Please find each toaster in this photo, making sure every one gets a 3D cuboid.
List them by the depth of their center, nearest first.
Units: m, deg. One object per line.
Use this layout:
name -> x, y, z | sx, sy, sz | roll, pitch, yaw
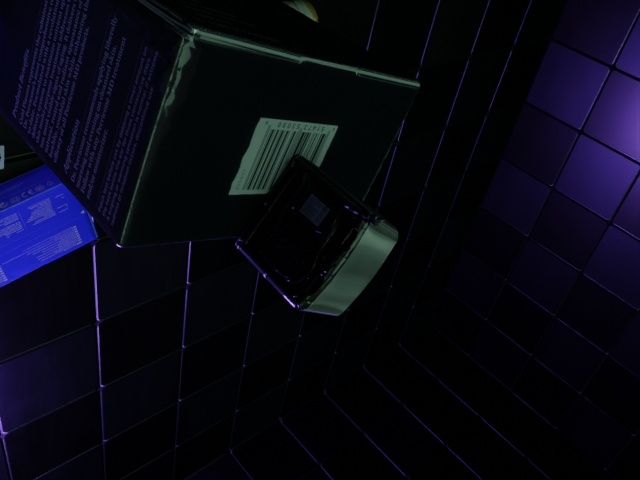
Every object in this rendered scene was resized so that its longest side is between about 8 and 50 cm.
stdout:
toaster -> 0.000, 0.000, 0.872 | 0.168, 0.185, 0.110 | -55, 146, 10

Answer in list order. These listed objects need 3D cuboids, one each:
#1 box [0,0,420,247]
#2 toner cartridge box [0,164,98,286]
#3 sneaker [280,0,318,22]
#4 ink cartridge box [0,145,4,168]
box -> -0.193, -0.248, 0.988 | 0.480, 0.472, 0.297 | -6, 130, -50
toner cartridge box -> -0.596, 0.001, 1.130 | 0.348, 0.075, 0.165 | -32, 146, -28
sneaker -> -0.097, -0.378, 1.362 | 0.131, 0.112, 0.296 | -10, 133, -24
ink cartridge box -> -0.577, -0.140, 1.043 | 0.083, 0.028, 0.048 | -16, 136, -43
